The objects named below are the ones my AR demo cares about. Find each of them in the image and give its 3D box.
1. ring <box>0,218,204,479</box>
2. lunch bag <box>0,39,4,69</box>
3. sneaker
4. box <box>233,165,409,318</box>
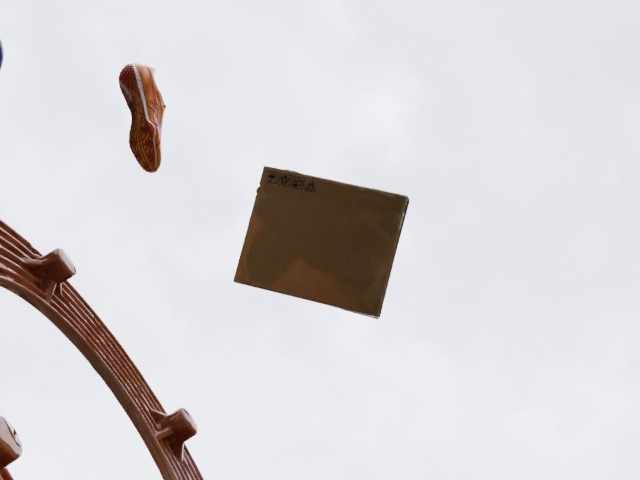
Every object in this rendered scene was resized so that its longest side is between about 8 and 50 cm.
[{"bbox_3d":[-0.120,0.108,0.550,0.032,0.336,0.336,-32,-57,2],"label":"ring"},{"bbox_3d":[-0.373,-0.155,0.787,0.176,0.090,0.219,-56,-43,-3],"label":"lunch bag"},{"bbox_3d":[-0.265,-0.192,1.570,0.064,0.175,0.067,-10,-4,41],"label":"sneaker"},{"bbox_3d":[0.000,0.000,1.316,0.201,0.164,0.021,13,-7,13],"label":"box"}]
